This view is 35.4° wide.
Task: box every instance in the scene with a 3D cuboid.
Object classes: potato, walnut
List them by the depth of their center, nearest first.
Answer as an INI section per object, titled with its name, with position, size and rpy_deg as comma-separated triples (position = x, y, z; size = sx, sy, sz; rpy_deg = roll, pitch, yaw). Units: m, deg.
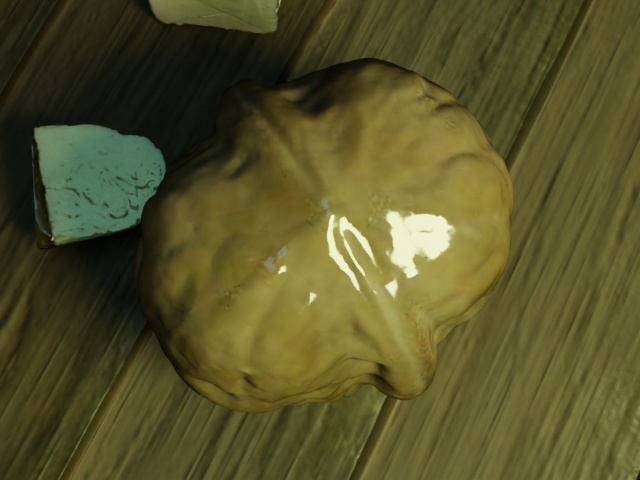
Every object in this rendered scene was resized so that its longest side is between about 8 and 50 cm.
[walnut]
position = 0.003, 0.000, 0.685
size = 0.273, 0.273, 0.227
rpy_deg = -3, 76, -3
[potato]
position = -0.172, -0.042, 0.792
size = 0.103, 0.066, 0.096
rpy_deg = -1, 91, -7

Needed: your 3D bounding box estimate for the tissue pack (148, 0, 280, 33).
[tissue pack]
position = -0.073, -0.306, 0.795
size = 0.124, 0.185, 0.225
rpy_deg = 9, 77, -3
